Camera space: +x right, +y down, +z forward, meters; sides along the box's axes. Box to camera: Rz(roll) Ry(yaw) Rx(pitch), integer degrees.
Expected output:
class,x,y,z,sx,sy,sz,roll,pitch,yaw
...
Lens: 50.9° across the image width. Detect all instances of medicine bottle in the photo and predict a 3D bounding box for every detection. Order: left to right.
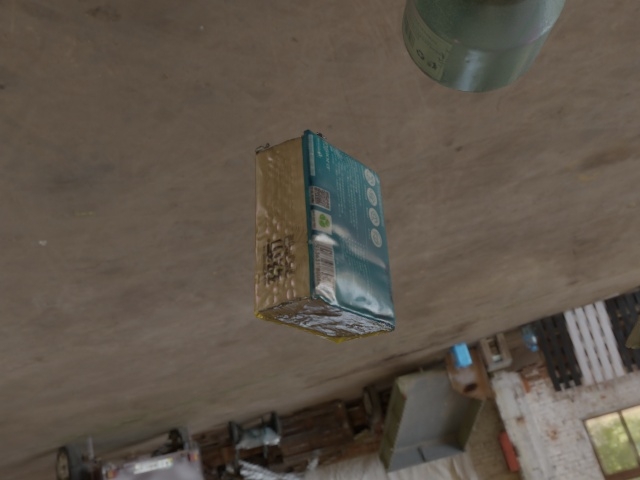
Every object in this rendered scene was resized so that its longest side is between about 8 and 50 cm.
class,x,y,z,sx,sy,sz,roll,pitch,yaw
medicine bottle,0.262,-0.397,1.035,0.245,0.244,0.290,-14,168,-4

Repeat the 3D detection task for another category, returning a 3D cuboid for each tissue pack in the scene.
class,x,y,z,sx,sy,sz,roll,pitch,yaw
tissue pack,0.000,0.000,0.986,0.134,0.270,0.192,-22,147,34

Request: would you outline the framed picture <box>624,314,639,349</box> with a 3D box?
class,x,y,z,sx,sy,sz,roll,pitch,yaw
framed picture,0.437,0.001,0.701,0.281,0.019,0.208,-10,126,-36
